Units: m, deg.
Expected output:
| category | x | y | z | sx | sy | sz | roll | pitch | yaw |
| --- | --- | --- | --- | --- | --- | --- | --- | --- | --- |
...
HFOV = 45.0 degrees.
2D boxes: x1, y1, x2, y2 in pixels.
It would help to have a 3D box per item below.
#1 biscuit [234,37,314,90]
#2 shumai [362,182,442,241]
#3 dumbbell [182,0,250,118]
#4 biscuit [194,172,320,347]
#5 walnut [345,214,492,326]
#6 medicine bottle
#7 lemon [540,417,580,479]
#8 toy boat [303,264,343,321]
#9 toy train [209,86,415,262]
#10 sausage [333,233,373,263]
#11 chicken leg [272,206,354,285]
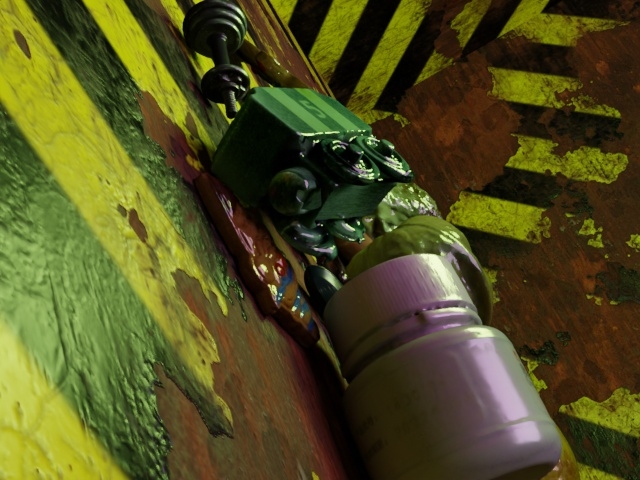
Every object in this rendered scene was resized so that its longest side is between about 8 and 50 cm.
| category | x | y | z | sx | sy | sz | roll | pitch | yaw |
| --- | --- | --- | --- | --- | --- | --- | --- | --- | --- |
| biscuit | -0.098 | -0.348 | 1.616 | 0.302 | 0.049 | 0.197 | 40 | 6 | 21 |
| shumai | 0.147 | -0.037 | 1.745 | 0.272 | 0.222 | 0.204 | 17 | 3 | 5 |
| dumbbell | -0.163 | -0.293 | 1.262 | 0.110 | 0.110 | 0.254 | 49 | 23 | -52 |
| biscuit | -0.074 | 0.026 | 1.001 | 0.280 | 0.043 | 0.183 | 61 | 6 | -20 |
| walnut | 0.185 | 0.100 | 1.443 | 0.276 | 0.253 | 0.282 | 60 | 10 | -7 |
| medicine bottle | 0.145 | 0.194 | 1.017 | 0.241 | 0.241 | 0.301 | 45 | 19 | -59 |
| lemon | 0.265 | 0.352 | 1.181 | 0.267 | 0.267 | 0.267 | 58 | 10 | -17 |
| toy boat | 0.017 | 0.092 | 1.200 | 0.141 | 0.055 | 0.060 | 56 | 19 | -25 |
| toy train | -0.012 | -0.104 | 1.106 | 0.238 | 0.166 | 0.299 | 41 | 23 | 16 |
| sausage | 0.124 | 0.077 | 1.714 | 0.326 | 0.079 | 0.087 | 53 | 44 | -34 |
| chicken leg | 0.000 | 0.000 | 1.310 | 0.304 | 0.093 | 0.113 | 63 | -2 | -16 |
